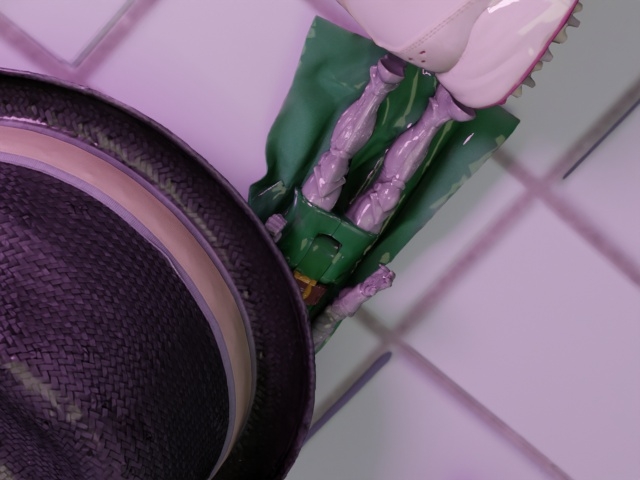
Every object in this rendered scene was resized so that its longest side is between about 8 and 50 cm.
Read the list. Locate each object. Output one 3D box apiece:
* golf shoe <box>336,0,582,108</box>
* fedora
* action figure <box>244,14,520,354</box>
[{"bbox_3d":[0.111,-0.219,0.880,0.140,0.115,0.306,27,108,-8],"label":"golf shoe"},{"bbox_3d":[-0.170,0.074,0.940,0.334,0.152,0.334,4,118,8],"label":"fedora"},{"bbox_3d":[0.000,0.000,0.994,0.137,0.063,0.232,26,113,-15],"label":"action figure"}]
